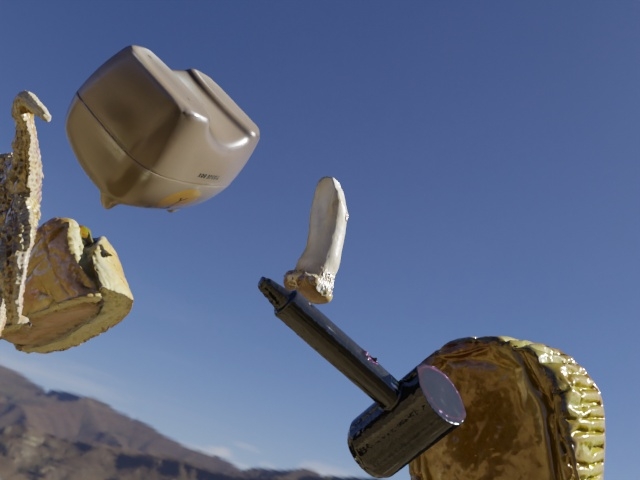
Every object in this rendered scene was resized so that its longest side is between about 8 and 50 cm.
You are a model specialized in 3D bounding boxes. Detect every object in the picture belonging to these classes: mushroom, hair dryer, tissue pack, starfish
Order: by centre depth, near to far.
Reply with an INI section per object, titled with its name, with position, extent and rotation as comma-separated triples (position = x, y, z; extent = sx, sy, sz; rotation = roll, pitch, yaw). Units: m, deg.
[hair dryer]
position = 0.021, 0.132, 0.762
extent = 0.248, 0.070, 0.114
rotation = 41, -68, -13
[starfish]
position = -0.355, -0.019, 0.862
extent = 0.060, 0.299, 0.302
rotation = 6, 7, -34
[mushroom]
position = 0.000, 0.000, 1.248
extent = 0.084, 0.209, 0.071
rotation = 0, -21, 39
[tissue pack]
position = -0.325, -0.208, 1.554
extent = 0.267, 0.277, 0.387
rotation = 50, 14, 11

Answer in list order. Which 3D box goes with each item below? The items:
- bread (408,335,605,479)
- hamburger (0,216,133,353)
[bread]
position = 0.217, 0.242, 0.916
extent = 0.227, 0.254, 0.142
rotation = -12, -22, 37
[hamburger]
position = -0.476, 0.070, 1.424
extent = 0.329, 0.209, 0.162
rotation = -24, -32, 34
